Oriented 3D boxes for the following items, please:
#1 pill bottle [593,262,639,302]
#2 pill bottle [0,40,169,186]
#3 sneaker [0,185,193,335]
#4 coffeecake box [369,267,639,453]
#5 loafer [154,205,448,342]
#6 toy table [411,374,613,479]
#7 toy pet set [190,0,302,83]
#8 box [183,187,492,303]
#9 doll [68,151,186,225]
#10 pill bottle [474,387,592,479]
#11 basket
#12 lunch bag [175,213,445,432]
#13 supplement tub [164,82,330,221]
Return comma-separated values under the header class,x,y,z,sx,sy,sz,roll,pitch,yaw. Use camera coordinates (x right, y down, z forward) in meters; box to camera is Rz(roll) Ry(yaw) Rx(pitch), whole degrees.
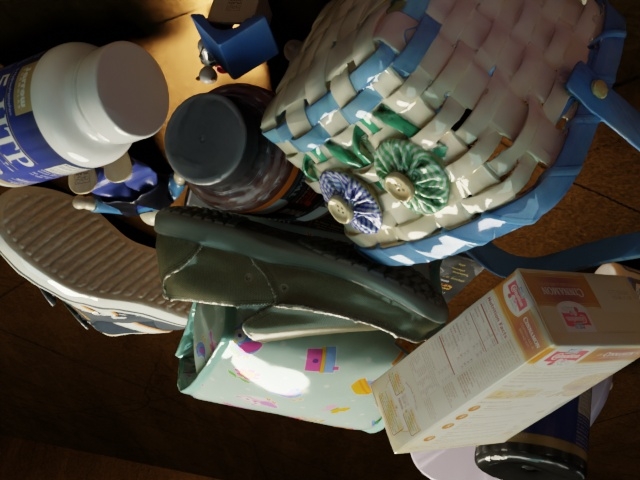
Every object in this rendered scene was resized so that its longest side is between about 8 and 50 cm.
class,x,y,z,sx,sy,sz,roll,pitch,yaw
pill bottle,0.363,0.078,0.998,0.137,0.078,0.078,17,154,-9
pill bottle,-0.230,-0.116,0.828,0.186,0.112,0.112,-9,147,36
sneaker,-0.288,0.044,1.160,0.127,0.126,0.321,-22,140,40
coffeecake box,0.155,0.101,0.752,0.142,0.068,0.185,5,143,-39
loafer,-0.021,0.040,0.745,0.251,0.088,0.094,16,-170,15
toy table,0.259,0.228,1.187,0.274,0.252,0.161,-27,146,13
toy pet set,-0.049,-0.145,0.743,0.122,0.065,0.114,4,153,15
box,0.000,0.000,1.002,0.307,0.077,0.242,15,154,-7
doll,-0.205,-0.053,0.984,0.129,0.046,0.189,-16,167,7
pill bottle,0.248,0.159,1.050,0.122,0.219,0.123,9,154,5
basket,0.118,-0.066,0.669,0.289,0.201,0.254,31,156,-18
lunch bag,-0.021,0.102,0.930,0.223,0.160,0.262,10,149,-14
supplement tub,-0.049,-0.071,0.768,0.106,0.106,0.198,1,179,22
